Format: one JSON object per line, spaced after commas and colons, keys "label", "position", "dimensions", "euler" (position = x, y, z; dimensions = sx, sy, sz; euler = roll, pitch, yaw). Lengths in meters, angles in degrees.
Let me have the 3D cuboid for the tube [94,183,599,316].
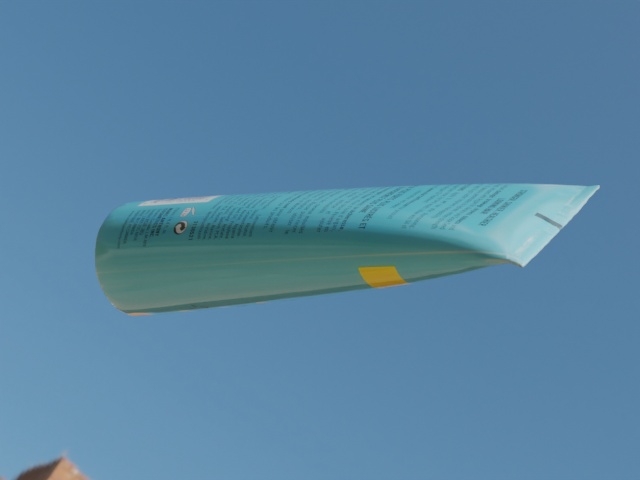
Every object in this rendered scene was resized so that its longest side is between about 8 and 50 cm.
{"label": "tube", "position": [0.000, 0.000, 0.434], "dimensions": [0.207, 0.080, 0.052], "euler": [-6, -67, 34]}
